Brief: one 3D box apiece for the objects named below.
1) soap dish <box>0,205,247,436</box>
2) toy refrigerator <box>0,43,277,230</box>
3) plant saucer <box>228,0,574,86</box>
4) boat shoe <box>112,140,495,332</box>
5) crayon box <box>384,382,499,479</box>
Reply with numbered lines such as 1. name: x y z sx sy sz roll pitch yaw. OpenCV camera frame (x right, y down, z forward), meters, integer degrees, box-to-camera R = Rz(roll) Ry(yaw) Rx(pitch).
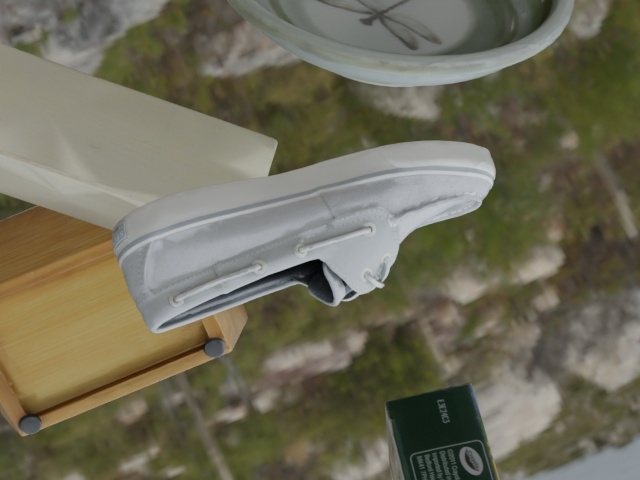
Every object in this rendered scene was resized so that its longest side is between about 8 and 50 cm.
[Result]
1. soap dish: -0.242 0.065 1.530 0.291 0.118 0.229 -22 124 -1
2. toy refrigerator: -0.178 -0.073 1.147 0.270 0.094 0.102 18 162 -6
3. plant saucer: 0.078 -0.270 1.644 0.400 0.400 0.100 -14 135 -24
4. boat shoe: 0.000 0.000 0.675 0.184 0.063 0.066 -11 164 -22
5. crayon box: 0.122 0.292 1.328 0.083 0.203 0.323 -12 149 -4
